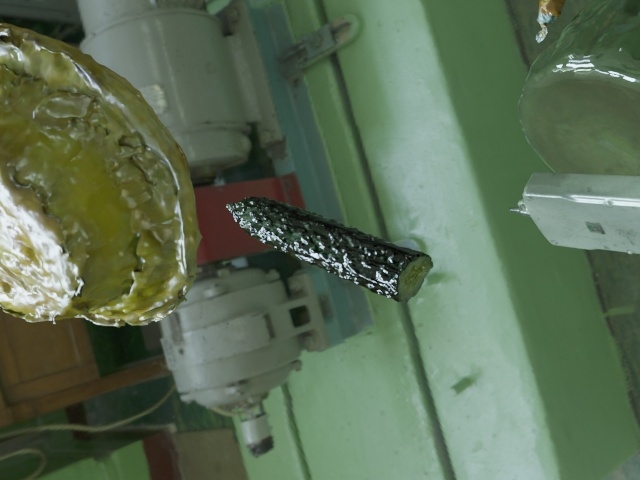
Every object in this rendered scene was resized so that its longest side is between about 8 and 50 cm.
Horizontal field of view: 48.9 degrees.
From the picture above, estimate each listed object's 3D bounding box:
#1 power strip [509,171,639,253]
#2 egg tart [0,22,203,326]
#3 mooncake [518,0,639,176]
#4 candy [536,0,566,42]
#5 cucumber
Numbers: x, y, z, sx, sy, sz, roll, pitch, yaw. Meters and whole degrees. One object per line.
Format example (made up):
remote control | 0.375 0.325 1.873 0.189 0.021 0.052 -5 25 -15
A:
power strip | 0.253 -0.019 0.554 0.226 0.080 0.029 9 61 44
egg tart | -0.234 -0.026 0.571 0.294 0.116 0.295 15 132 17
mooncake | 0.490 -0.199 1.048 0.356 0.356 0.194 25 72 35
candy | 0.428 -0.454 1.287 0.053 0.046 0.182 -148 77 -77
cucumber | 0.001 0.000 0.925 0.300 0.072 0.072 23 112 27
